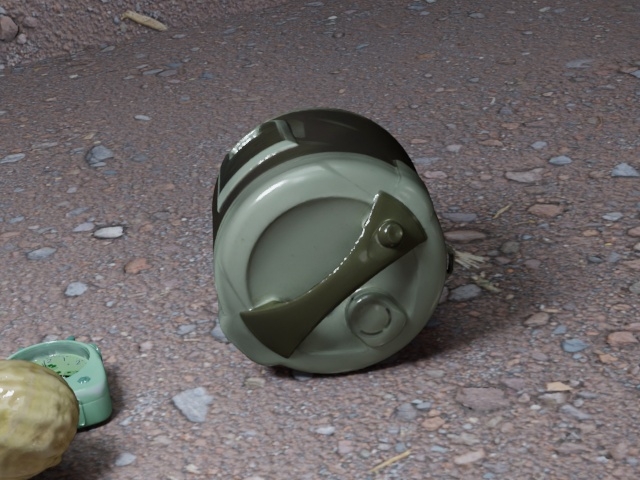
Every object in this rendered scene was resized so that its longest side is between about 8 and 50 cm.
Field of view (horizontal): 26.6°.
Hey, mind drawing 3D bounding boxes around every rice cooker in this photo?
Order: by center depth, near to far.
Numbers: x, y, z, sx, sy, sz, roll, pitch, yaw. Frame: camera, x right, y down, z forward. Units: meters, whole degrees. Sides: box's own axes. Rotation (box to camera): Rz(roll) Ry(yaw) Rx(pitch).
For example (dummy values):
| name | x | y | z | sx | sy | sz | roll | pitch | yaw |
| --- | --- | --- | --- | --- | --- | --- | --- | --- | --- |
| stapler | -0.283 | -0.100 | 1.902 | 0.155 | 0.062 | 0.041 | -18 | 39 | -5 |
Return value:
| name | x | y | z | sx | sy | sz | roll | pitch | yaw |
| --- | --- | --- | --- | --- | --- | --- | --- | --- | --- |
| rice cooker | 0.000 | 0.000 | 1.864 | 0.335 | 0.335 | 0.325 | -9 | 25 | -1 |

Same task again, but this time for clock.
| name | x | y | z | sx | sy | sz | roll | pitch | yaw |
| --- | --- | --- | --- | --- | --- | --- | --- | --- | --- |
| clock | -0.371 | 0.193 | 1.860 | 0.159 | 0.066 | 0.211 | -11 | 24 | -6 |

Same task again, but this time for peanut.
| name | x | y | z | sx | sy | sz | roll | pitch | yaw |
| --- | --- | --- | --- | --- | --- | --- | --- | --- | --- |
| peanut | -0.460 | 0.227 | 1.673 | 0.340 | 0.158 | 0.174 | 0 | -14 | 9 |
